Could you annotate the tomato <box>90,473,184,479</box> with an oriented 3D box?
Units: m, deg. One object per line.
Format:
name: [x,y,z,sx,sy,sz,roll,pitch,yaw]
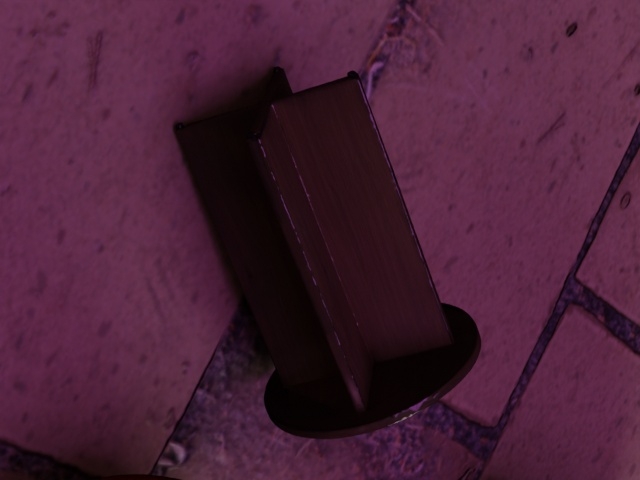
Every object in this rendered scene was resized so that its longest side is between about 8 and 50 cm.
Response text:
tomato: [-0.099,0.317,0.972,0.321,0.321,0.322,-15,115,-37]

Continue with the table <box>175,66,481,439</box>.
table: [0.000,0.000,1.067,0.167,0.167,0.227,-35,116,-28]
